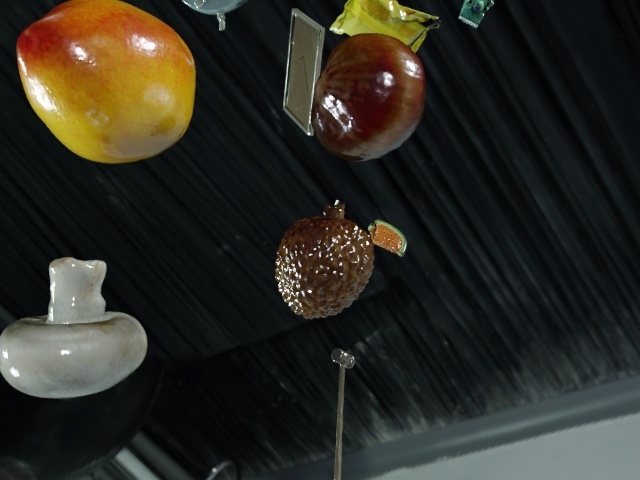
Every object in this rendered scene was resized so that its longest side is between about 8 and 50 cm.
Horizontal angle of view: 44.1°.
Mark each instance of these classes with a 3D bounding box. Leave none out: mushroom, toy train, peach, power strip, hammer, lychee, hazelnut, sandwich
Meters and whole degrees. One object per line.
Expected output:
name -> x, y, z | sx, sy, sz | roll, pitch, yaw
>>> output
mushroom -> -0.407, 0.139, 1.295 | 0.243, 0.243, 0.243 | -31, 23, 15
toy train -> 0.393, -0.600, 1.977 | 0.099, 0.070, 0.172 | -61, 3, 41
peach -> -0.358, -0.276, 1.349 | 0.289, 0.289, 0.308 | -46, -18, -19
power strip -> -0.218, -0.608, 1.789 | 0.054, 0.167, 0.254 | -19, -55, -71
hammer -> 0.039, 0.357, 1.537 | 0.029, 0.058, 0.292 | -12, 61, 30
lychee -> 0.010, 0.036, 1.527 | 0.200, 0.200, 0.238 | 18, 93, 63
hazelnut -> 0.072, -0.216, 1.237 | 0.204, 0.178, 0.178 | -56, 8, 39
sandwich -> 0.143, -0.005, 1.685 | 0.069, 0.101, 0.026 | -46, -20, -45

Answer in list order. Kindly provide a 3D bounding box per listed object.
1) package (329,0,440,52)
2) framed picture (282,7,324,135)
package -> 0.150, -0.514, 1.877 | 0.168, 0.226, 0.090 | -54, 12, 30
framed picture -> -0.048, -0.454, 2.126 | 0.016, 0.289, 0.213 | -5, 30, -22
